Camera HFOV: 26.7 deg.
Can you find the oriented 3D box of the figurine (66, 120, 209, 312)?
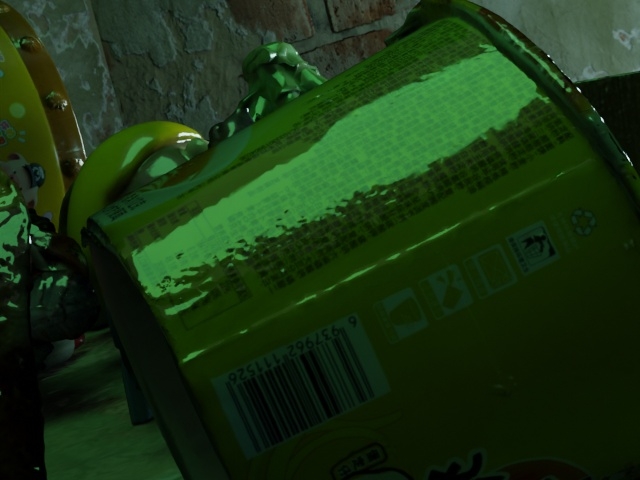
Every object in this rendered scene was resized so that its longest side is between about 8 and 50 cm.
[{"bbox_3d":[-0.084,-0.011,1.226,0.344,0.215,0.187,-4,16,41],"label":"figurine"}]

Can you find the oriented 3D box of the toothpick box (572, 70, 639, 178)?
[{"bbox_3d":[0.276,-0.035,0.951,0.187,0.190,0.308,-9,4,31],"label":"toothpick box"}]

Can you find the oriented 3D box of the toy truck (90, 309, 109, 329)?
[{"bbox_3d":[-0.201,0.043,1.535,0.202,0.074,0.088,-18,14,-23],"label":"toy truck"}]

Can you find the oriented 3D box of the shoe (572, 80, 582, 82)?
[{"bbox_3d":[0.370,-0.145,1.650,0.342,0.132,0.210,-13,5,-22],"label":"shoe"}]

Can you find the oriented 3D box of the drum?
[{"bbox_3d":[-0.477,-0.091,1.728,0.214,0.431,0.431,-20,10,-33],"label":"drum"}]

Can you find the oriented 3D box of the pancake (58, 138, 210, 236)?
[{"bbox_3d":[-0.159,-0.014,1.420,0.250,0.250,0.031,-15,46,-6],"label":"pancake"}]

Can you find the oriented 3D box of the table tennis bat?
[{"bbox_3d":[-0.151,0.063,1.033,0.019,0.155,0.100,-11,6,-3],"label":"table tennis bat"}]

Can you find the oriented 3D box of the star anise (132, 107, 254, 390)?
[{"bbox_3d":[-0.002,-0.001,0.966,0.332,0.117,0.331,-8,44,7],"label":"star anise"}]

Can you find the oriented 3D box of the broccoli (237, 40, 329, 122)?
[{"bbox_3d":[-0.028,-0.102,1.570,0.270,0.270,0.270,-16,-20,-6],"label":"broccoli"}]

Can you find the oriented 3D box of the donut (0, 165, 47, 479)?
[{"bbox_3d":[-0.189,0.056,0.617,0.112,0.151,0.295,-5,44,-27],"label":"donut"}]

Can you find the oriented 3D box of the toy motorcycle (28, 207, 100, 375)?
[{"bbox_3d":[-0.322,0.084,1.095,0.207,0.134,0.401,14,32,32],"label":"toy motorcycle"}]

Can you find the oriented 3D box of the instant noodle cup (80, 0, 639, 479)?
[{"bbox_3d":[0.022,0.045,0.633,0.200,0.264,0.264,-26,11,-14],"label":"instant noodle cup"}]

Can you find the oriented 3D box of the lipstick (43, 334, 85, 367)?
[{"bbox_3d":[-0.284,0.109,1.300,0.057,0.063,0.186,-12,2,22],"label":"lipstick"}]
